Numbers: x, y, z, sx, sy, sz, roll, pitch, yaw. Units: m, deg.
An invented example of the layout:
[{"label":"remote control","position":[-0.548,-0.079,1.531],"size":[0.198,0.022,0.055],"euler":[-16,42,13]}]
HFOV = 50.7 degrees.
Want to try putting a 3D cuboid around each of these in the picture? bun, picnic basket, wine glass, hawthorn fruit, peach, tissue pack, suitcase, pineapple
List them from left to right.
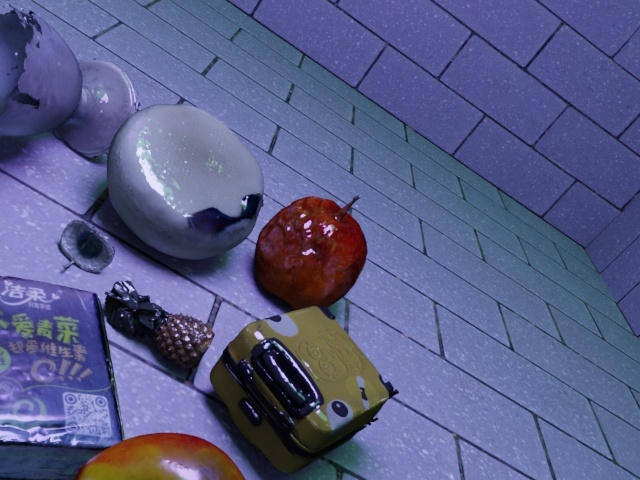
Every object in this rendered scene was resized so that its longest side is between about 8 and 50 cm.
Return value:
[{"label":"tissue pack","position":[-0.317,0.145,0.743],"size":[0.173,0.073,0.236],"euler":[16,32,-39]},{"label":"wine glass","position":[-0.432,-0.237,1.029],"size":[0.190,0.190,0.357],"euler":[42,5,10]},{"label":"picnic basket","position":[-0.336,0.006,0.971],"size":[0.083,0.065,0.083],"euler":[42,8,-2]},{"label":"pineapple","position":[-0.226,0.113,0.931],"size":[0.159,0.074,0.074],"euler":[31,25,-3]},{"label":"peach","position":[-0.159,0.287,0.665],"size":[0.190,0.192,0.190],"euler":[0,49,0]},{"label":"bun","position":[-0.242,-0.086,1.144],"size":[0.283,0.179,0.283],"euler":[25,48,-32]},{"label":"suitcase","position":[-0.027,0.206,0.944],"size":[0.194,0.143,0.234],"euler":[49,26,21]},{"label":"hawthorn fruit","position":[0.000,0.000,1.216],"size":[0.207,0.243,0.207],"euler":[28,29,-17]}]
